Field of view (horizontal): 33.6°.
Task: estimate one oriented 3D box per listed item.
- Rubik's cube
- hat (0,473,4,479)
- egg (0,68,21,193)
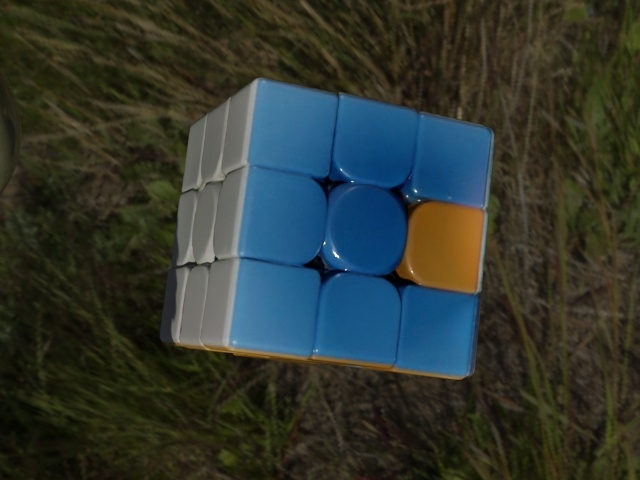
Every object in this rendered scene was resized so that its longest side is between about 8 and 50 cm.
[{"bbox_3d":[0.000,0.000,1.240,0.291,0.291,0.291,169,108,-67],"label":"Rubik's cube"},{"bbox_3d":[-0.381,0.277,0.867,0.285,0.285,0.400,-34,27,12],"label":"hat"},{"bbox_3d":[-0.387,-0.104,0.920,0.219,0.269,0.219,-10,76,44],"label":"egg"}]
